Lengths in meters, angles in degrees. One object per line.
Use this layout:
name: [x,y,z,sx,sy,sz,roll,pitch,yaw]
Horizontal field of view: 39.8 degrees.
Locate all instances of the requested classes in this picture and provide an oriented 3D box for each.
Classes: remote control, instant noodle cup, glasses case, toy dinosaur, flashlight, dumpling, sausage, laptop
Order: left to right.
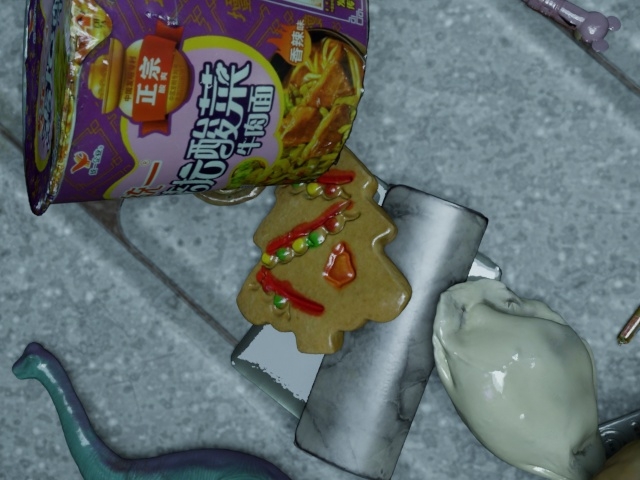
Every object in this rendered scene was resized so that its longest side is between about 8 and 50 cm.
instant noodle cup: [-0.123,-0.179,0.819,0.266,0.340,0.339,3,91,-24]
toy dinosaur: [-0.133,0.235,0.959,0.384,0.129,0.330,-14,80,4]
laptop: [0.048,0.085,0.972,0.188,0.015,0.269,37,94,4]
glasses case: [0.073,0.096,0.929,0.114,0.060,0.299,20,92,9]
dumpling: [0.209,0.138,0.896,0.250,0.162,0.132,47,138,-4]
flashlight: [0.263,-0.240,0.943,0.110,0.031,0.052,31,69,8]
remote control: [0.344,0.205,0.942,0.184,0.027,0.050,-24,85,10]
sausage: [0.349,0.072,0.944,0.015,0.015,0.100,36,94,4]

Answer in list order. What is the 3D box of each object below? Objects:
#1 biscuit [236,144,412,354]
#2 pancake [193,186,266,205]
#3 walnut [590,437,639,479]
biscuit: [0.000,0.000,0.927,0.212,0.041,0.238,-6,76,36]
pancake: [-0.107,-0.093,0.987,0.115,0.011,0.115,0,91,3]
walnut: [0.402,0.313,0.771,0.381,0.381,0.381,0,90,5]
